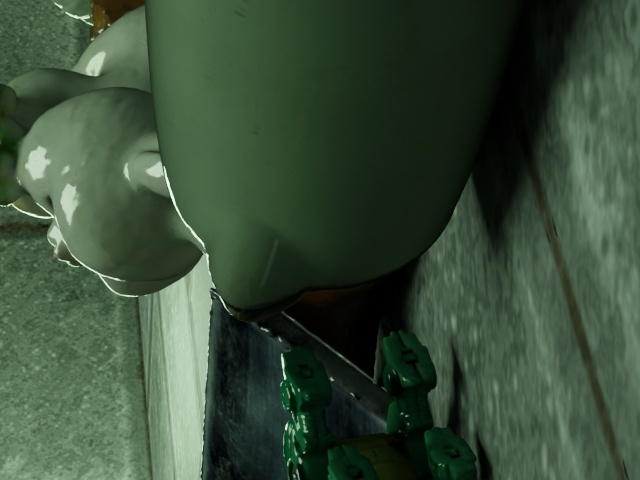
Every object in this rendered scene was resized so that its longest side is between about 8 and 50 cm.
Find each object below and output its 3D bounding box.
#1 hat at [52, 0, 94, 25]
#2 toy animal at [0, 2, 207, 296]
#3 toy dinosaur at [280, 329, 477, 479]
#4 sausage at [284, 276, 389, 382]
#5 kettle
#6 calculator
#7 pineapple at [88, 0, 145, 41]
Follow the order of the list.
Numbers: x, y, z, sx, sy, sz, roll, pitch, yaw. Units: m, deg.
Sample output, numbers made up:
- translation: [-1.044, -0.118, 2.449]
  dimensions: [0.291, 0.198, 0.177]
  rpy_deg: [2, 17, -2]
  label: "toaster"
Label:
- translation: [-0.155, -0.177, 1.937]
  dimensions: [0.301, 0.168, 0.258]
  rpy_deg: [-21, -86, -75]
  label: "hat"
- translation: [-0.119, -0.065, 1.383]
  dimensions: [0.310, 0.247, 0.183]
  rpy_deg: [-76, -30, -62]
  label: "toy animal"
- translation: [0.035, 0.154, 0.884]
  dimensions: [0.259, 0.094, 0.153]
  rpy_deg: [-123, 27, -56]
  label: "toy dinosaur"
- translation: [0.001, 0.059, 1.092]
  dimensions: [0.103, 0.076, 0.302]
  rpy_deg: [-98, 10, -45]
  label: "sausage"
- translation: [0.018, -0.120, 0.783]
  dimensions: [0.255, 0.165, 0.240]
  rpy_deg: [94, -160, -53]
  label: "kettle"
- translation: [-0.013, 0.151, 1.087]
  dimensions: [0.161, 0.021, 0.261]
  rpy_deg: [36, 143, 24]
  label: "calculator"
- translation: [-0.121, -0.120, 1.645]
  dimensions: [0.158, 0.158, 0.278]
  rpy_deg: [-102, 4, -47]
  label: "pineapple"
